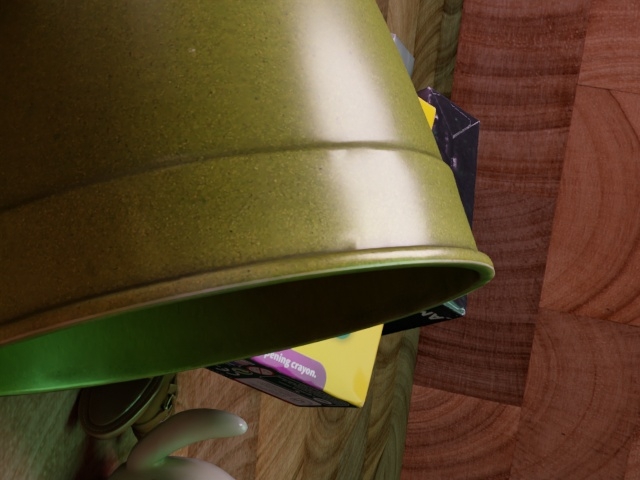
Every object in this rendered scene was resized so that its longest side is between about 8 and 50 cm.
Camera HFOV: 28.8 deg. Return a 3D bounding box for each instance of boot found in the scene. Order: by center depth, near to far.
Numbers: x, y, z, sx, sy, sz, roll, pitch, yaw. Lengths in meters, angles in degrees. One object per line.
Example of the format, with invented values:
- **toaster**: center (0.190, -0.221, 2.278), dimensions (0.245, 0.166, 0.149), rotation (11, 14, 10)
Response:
- **boot**: center (-0.193, 0.176, 1.327), dimensions (0.197, 0.073, 0.152), rotation (-59, 162, -47)

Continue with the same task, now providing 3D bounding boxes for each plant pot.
- **plant pot**: center (-0.106, -0.106, 0.823), dimensions (0.366, 0.366, 0.353), rotation (33, 43, -76)

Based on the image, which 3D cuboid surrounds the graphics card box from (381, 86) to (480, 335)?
- **graphics card box**: center (0.000, 0.000, 1.360), dimensions (0.094, 0.371, 0.233), rotation (30, 58, -38)

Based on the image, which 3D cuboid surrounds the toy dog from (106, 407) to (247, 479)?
- **toy dog**: center (-0.047, 0.399, 1.300), dimensions (0.284, 0.408, 0.395), rotation (22, 87, -80)

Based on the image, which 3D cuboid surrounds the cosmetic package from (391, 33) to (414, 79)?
- **cosmetic package**: center (0.090, -0.278, 2.123), dimensions (0.238, 0.107, 0.127), rotation (19, 82, -80)

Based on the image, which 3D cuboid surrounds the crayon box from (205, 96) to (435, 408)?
- **crayon box**: center (-0.081, -0.053, 1.110), dimensions (0.363, 0.106, 0.313), rotation (29, 67, -37)
